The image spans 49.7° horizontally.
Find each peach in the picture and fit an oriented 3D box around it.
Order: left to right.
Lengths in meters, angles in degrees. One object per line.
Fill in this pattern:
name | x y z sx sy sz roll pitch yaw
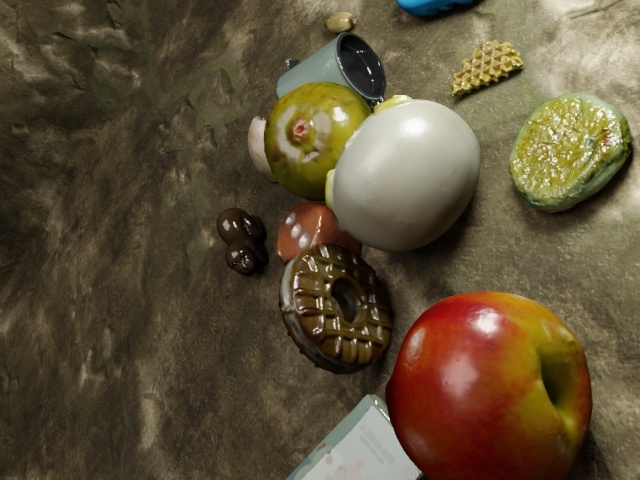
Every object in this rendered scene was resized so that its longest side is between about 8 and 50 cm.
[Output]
peach | 0.295 0.286 1.275 0.388 0.388 0.388 -25 53 39

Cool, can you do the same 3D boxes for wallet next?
wallet | 0.073 0.551 1.552 0.360 0.083 0.252 -46 55 1

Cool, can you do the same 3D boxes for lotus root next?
lotus root | 0.071 -0.724 2.293 0.150 0.062 0.073 12 57 49

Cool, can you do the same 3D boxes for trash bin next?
trash bin | 0.030 -0.466 2.077 0.262 0.217 0.277 -26 87 39

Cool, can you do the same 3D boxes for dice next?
dice | 0.000 0.000 1.904 0.174 0.175 0.179 -11 59 46

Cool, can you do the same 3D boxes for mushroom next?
mushroom | -0.188 -0.303 2.284 0.236 0.162 0.173 28 91 53

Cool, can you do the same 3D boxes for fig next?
fig | 0.021 -0.260 1.892 0.343 0.343 0.343 -25 53 39

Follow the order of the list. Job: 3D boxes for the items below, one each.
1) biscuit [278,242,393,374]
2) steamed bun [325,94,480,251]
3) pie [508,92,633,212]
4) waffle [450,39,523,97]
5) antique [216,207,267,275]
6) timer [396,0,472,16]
biscuit | 0.042 0.160 1.656 0.103 0.332 0.332 -33 48 41
steamed bun | 0.198 -0.151 1.635 0.374 0.334 0.334 -53 40 11
pie | 0.527 -0.191 1.491 0.277 0.078 0.277 -30 45 35
waffle | 0.415 -0.427 1.758 0.192 0.046 0.160 -48 41 21
antique | -0.258 0.003 2.222 0.121 0.143 0.257 -35 50 30
timer | 0.369 -0.792 1.947 0.340 0.115 0.309 1 70 49
